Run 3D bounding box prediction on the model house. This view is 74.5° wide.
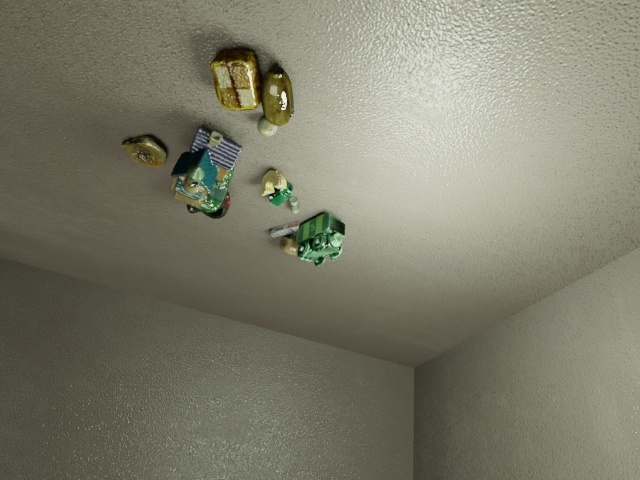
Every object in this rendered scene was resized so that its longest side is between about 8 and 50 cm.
[{"bbox_3d":[-0.486,-0.326,1.830,0.245,0.312,0.280,26,144,-17],"label":"model house"}]

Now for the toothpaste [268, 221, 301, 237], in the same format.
[{"bbox_3d":[-0.198,-0.060,2.364,0.196,0.040,0.047,-13,143,29],"label":"toothpaste"}]

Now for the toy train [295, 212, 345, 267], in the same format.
[{"bbox_3d":[0.000,0.000,2.228,0.299,0.238,0.167,-23,140,39],"label":"toy train"}]

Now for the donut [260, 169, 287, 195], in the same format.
[{"bbox_3d":[-0.223,-0.280,2.013,0.065,0.108,0.166,7,163,-41],"label":"donut"}]

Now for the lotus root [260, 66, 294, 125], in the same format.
[{"bbox_3d":[-0.167,-0.544,1.604,0.123,0.124,0.241,4,144,5],"label":"lotus root"}]

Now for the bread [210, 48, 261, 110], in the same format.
[{"bbox_3d":[-0.316,-0.601,1.582,0.182,0.096,0.222,6,143,8],"label":"bread"}]

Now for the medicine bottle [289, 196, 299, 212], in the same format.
[{"bbox_3d":[-0.134,-0.183,2.170,0.047,0.047,0.083,5,145,6],"label":"medicine bottle"}]

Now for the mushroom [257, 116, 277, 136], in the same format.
[{"bbox_3d":[-0.220,-0.475,1.771,0.085,0.085,0.079,5,179,7],"label":"mushroom"}]

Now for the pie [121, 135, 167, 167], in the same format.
[{"bbox_3d":[-0.827,-0.417,2.006,0.218,0.052,0.185,-6,147,24],"label":"pie"}]

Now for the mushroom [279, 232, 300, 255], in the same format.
[{"bbox_3d":[-0.147,0.022,2.390,0.166,0.127,0.166,16,180,0],"label":"mushroom"}]

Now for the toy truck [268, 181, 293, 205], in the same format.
[{"bbox_3d":[-0.198,-0.238,2.093,0.079,0.065,0.147,29,141,-29],"label":"toy truck"}]

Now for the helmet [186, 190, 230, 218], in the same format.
[{"bbox_3d":[-0.553,-0.206,2.109,0.189,0.193,0.216,-6,131,28],"label":"helmet"}]
